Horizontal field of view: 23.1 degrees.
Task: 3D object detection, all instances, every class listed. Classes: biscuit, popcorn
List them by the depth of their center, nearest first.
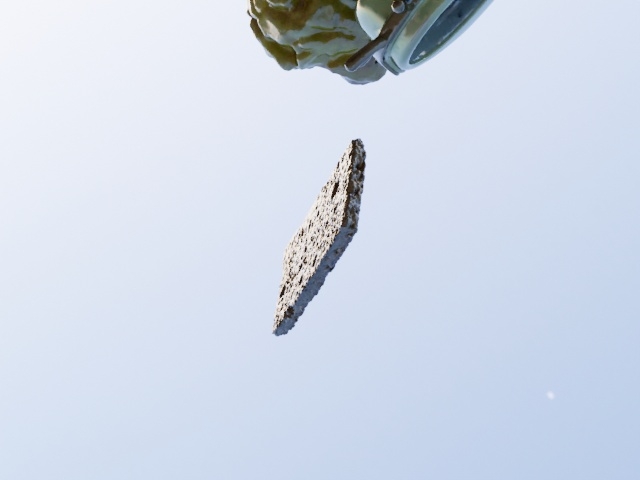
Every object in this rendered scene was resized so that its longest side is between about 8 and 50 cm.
[{"bbox_3d":[0.000,0.000,1.700,0.231,0.025,0.131,123,-20,-50],"label":"biscuit"},{"bbox_3d":[0.016,-0.330,2.091,0.249,0.249,0.225,-45,-144,-6],"label":"popcorn"}]

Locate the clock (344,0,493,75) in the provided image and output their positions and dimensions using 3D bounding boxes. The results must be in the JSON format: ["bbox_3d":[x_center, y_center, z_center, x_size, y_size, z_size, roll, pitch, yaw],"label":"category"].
[{"bbox_3d":[0.136,-0.304,1.855,0.308,0.096,0.235,-39,171,-44],"label":"clock"}]
